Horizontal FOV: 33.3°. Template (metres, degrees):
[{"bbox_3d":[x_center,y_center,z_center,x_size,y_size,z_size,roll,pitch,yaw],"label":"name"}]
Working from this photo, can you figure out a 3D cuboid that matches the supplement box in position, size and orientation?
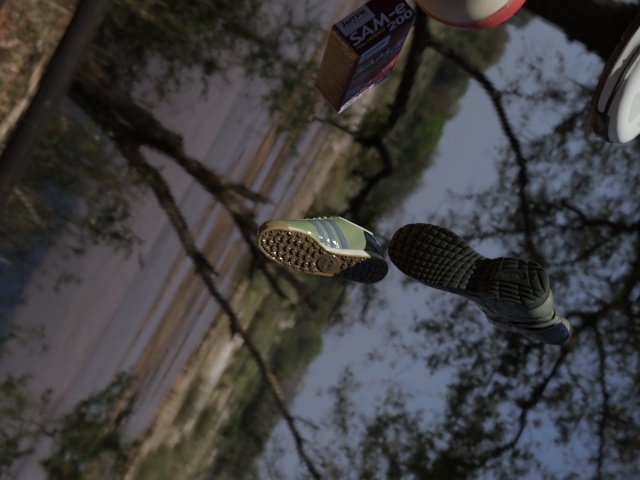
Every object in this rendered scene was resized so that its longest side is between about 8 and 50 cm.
[{"bbox_3d":[0.072,-0.317,1.807,0.130,0.073,0.239,-38,172,-15],"label":"supplement box"}]

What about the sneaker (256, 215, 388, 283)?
[{"bbox_3d":[0.000,0.000,1.491,0.086,0.192,0.064,-97,-152,-53],"label":"sneaker"}]

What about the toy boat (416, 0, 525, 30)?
[{"bbox_3d":[0.169,-0.341,1.211,0.151,0.231,0.151,-33,152,30],"label":"toy boat"}]

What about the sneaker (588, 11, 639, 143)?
[{"bbox_3d":[0.592,-0.261,1.455,0.447,0.257,0.169,-46,151,2],"label":"sneaker"}]

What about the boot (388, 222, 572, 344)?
[{"bbox_3d":[0.213,0.071,1.456,0.083,0.246,0.161,-58,147,-17],"label":"boot"}]
